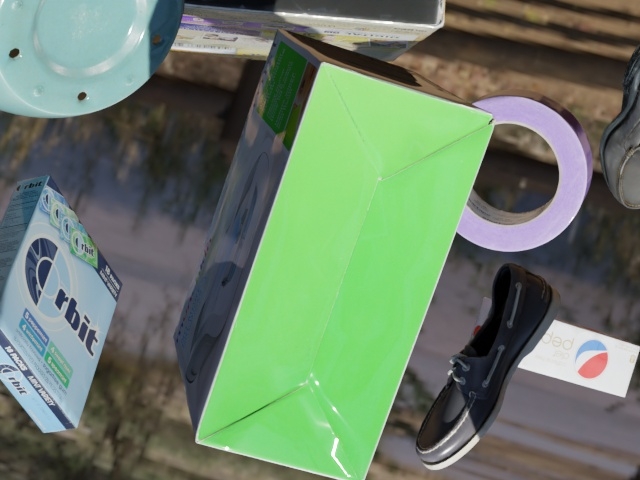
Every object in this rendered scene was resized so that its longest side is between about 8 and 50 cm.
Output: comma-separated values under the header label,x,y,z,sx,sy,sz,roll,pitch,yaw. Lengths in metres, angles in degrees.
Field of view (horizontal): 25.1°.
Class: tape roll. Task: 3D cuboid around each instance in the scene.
label,x,y,z,sx,sy,sz,roll,pitch,yaw
tape roll,0.230,-0.086,1.736,0.189,0.189,0.080,16,-165,11

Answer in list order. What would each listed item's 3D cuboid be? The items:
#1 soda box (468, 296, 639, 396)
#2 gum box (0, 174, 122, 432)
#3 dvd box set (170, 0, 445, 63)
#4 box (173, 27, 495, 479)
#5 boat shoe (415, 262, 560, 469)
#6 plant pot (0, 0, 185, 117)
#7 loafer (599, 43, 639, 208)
label,x,y,z,sx,sy,sz,roll,pitch,yaw
soda box,0.303,0.138,1.860,0.216,0.073,0.069,17,-179,-25
gum box,-0.256,0.058,1.343,0.041,0.184,0.157,-10,133,21
dvd box set,-0.042,-0.259,1.659,0.308,0.062,0.420,5,180,-5
box,0.000,0.000,1.016,0.127,0.262,0.231,17,-169,-13
boat shoe,0.140,0.112,1.325,0.065,0.206,0.075,39,171,-28
plant pot,-0.257,-0.246,1.302,0.235,0.293,0.293,44,-172,39
loafer,0.249,-0.075,1.074,0.062,0.061,0.170,-13,143,-7
